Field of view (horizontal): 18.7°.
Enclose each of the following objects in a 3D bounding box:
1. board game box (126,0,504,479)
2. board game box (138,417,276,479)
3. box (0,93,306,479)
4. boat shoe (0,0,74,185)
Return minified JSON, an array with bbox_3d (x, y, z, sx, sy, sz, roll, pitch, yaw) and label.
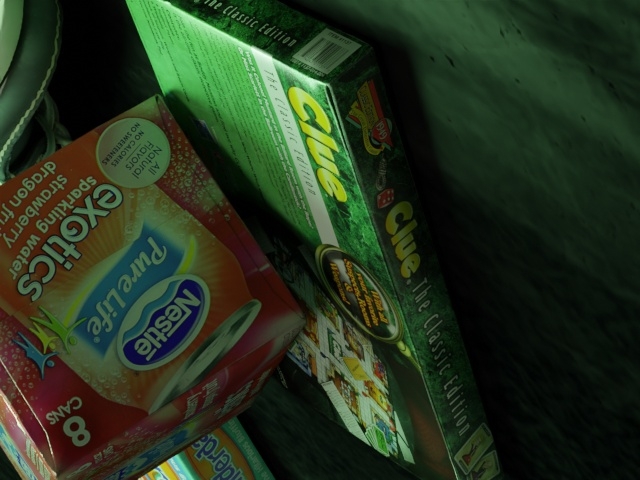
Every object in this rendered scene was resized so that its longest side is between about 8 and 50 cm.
[{"bbox_3d":[0.000,0.000,0.836,0.136,0.030,0.260,34,154,41],"label":"board game box"},{"bbox_3d":[-0.115,0.109,1.212,0.210,0.047,0.160,15,140,55],"label":"board game box"},{"bbox_3d":[-0.103,0.045,0.917,0.123,0.128,0.257,57,166,7],"label":"box"},{"bbox_3d":[-0.176,-0.067,1.020,0.099,0.116,0.319,10,161,-22],"label":"boat shoe"}]
